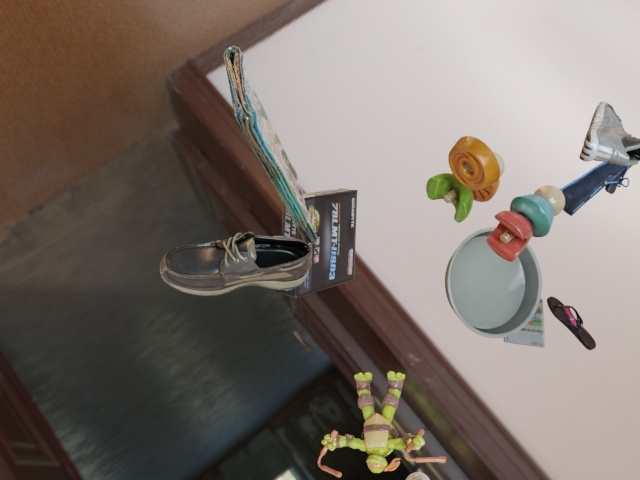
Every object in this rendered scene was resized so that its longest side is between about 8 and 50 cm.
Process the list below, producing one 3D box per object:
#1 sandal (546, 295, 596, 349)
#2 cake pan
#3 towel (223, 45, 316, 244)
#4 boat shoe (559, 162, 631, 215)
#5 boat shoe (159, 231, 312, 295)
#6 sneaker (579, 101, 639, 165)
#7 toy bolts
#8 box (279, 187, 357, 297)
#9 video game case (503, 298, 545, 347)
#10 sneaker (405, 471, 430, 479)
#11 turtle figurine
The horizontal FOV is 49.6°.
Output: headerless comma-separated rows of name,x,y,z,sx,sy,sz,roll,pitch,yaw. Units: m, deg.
sandal,0.689,0.216,1.878,0.067,0.179,0.040,-26,160,-46
cake pan,0.456,0.112,1.852,0.293,0.293,0.054,-36,-171,-18
towel,-0.101,-0.196,1.454,0.040,0.272,0.370,-22,134,6
boat shoe,0.757,-0.158,1.848,0.258,0.089,0.109,-35,171,24
boat shoe,-0.182,0.034,1.566,0.355,0.132,0.130,-3,145,-26
sneaker,0.639,-0.216,1.484,0.229,0.132,0.086,-52,156,-46
toy bolts,0.340,-0.105,1.263,0.158,0.228,0.218,-36,158,-22
box,0.000,0.000,2.092,0.293,0.073,0.296,-11,108,-49
video game case,0.581,0.232,1.988,0.015,0.119,0.166,-50,135,-46
sneaker,0.269,0.699,1.721,0.090,0.232,0.115,-20,165,-4
turtle figurine,0.130,0.381,1.413,0.269,0.218,0.087,-11,143,25
